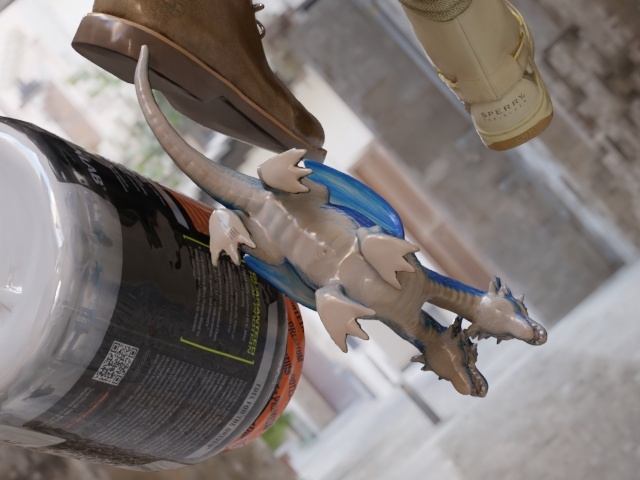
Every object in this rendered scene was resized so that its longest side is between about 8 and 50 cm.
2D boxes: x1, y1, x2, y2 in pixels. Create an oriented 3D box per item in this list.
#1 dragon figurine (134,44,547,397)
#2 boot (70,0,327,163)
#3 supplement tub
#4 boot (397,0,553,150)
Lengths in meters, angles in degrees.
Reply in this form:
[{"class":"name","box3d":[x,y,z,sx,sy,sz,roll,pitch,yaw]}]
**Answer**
[{"class":"dragon figurine","box3d":[0.000,0.000,1.074,0.085,0.289,0.144,-57,-12,3]},{"class":"boot","box3d":[-0.063,-0.138,1.315,0.305,0.112,0.115,34,-107,-61]},{"class":"supplement tub","box3d":[-0.159,0.050,1.246,0.207,0.207,0.338,-42,-29,12]},{"class":"boot","box3d":[0.115,-0.223,1.602,0.095,0.203,0.262,-27,36,11]}]
